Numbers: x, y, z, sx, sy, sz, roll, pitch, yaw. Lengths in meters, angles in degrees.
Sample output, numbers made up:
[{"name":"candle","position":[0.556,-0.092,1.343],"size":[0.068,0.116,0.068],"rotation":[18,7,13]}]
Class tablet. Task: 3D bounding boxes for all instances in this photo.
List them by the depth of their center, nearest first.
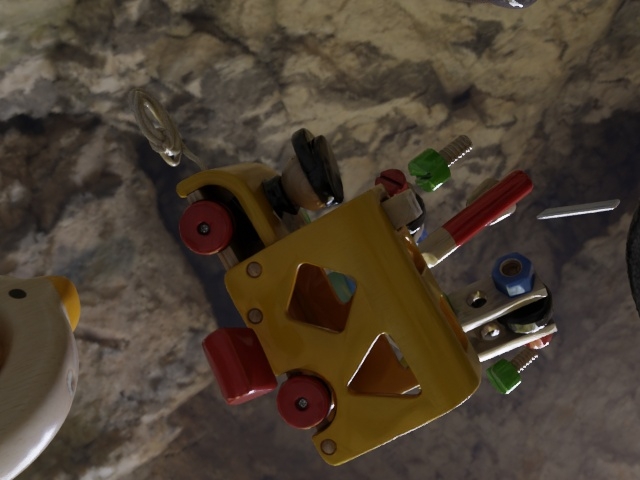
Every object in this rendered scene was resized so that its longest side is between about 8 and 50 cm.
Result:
[{"name":"tablet","position":[0.285,-0.034,0.970],"size":[0.083,0.054,0.006],"rotation":[-7,-83,26]}]

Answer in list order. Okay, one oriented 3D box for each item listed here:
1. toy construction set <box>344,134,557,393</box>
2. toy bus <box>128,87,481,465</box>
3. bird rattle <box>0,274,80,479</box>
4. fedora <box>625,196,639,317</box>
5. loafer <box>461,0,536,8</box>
[{"name":"toy construction set","position":[0.077,0.057,0.866],"size":[0.257,0.237,0.309],"rotation":[49,-15,18]},{"name":"toy bus","position":[0.007,0.010,0.467],"size":[0.202,0.104,0.191],"rotation":[48,18,-46]},{"name":"bird rattle","position":[-0.217,0.068,0.392],"size":[0.206,0.253,0.143],"rotation":[-6,-68,1]},{"name":"fedora","position":[0.334,0.018,0.662],"size":[0.334,0.152,0.334],"rotation":[162,-90,-84]},{"name":"loafer","position":[0.177,-0.337,0.816],"size":[0.130,0.366,0.134],"rotation":[7,-50,31]}]
